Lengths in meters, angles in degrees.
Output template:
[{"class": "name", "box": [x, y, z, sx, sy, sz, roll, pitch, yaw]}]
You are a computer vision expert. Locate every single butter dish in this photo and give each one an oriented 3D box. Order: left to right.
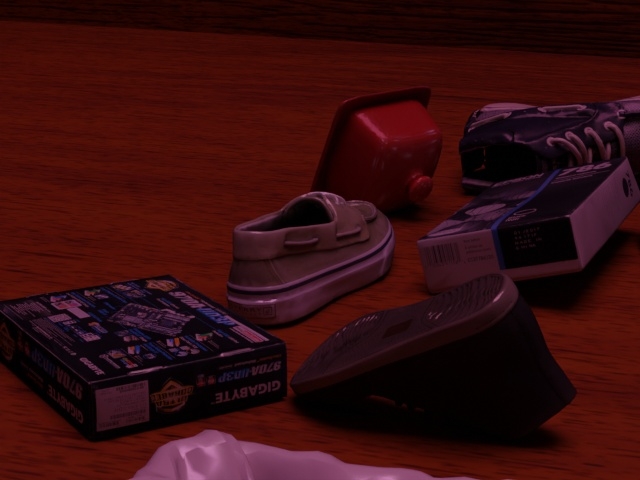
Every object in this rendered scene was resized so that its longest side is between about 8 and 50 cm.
[{"class": "butter dish", "box": [0.085, -0.089, 1.738, 0.160, 0.160, 0.118, -15, 45, -41]}]

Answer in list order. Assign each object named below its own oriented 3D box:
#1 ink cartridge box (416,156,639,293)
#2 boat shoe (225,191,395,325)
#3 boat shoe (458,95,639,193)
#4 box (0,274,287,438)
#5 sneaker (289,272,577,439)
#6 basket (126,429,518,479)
[{"class": "ink cartridge box", "box": [0.236, -0.027, 1.563, 0.165, 0.065, 0.333, -11, 9, 25]}, {"class": "boat shoe", "box": [0.000, 0.000, 1.468, 0.109, 0.094, 0.302, 7, 18, 21]}, {"class": "boat shoe", "box": [0.334, -0.107, 1.843, 0.341, 0.127, 0.158, -1, 21, 21]}, {"class": "box", "box": [-0.157, 0.090, 1.228, 0.175, 0.051, 0.220, -9, 19, -31]}, {"class": "sneaker", "box": [0.082, 0.114, 1.141, 0.222, 0.118, 0.083, -21, 21, 38]}, {"class": "basket", "box": [0.044, 0.240, 0.344, 0.331, 0.266, 0.328, 6, 17, 20]}]
